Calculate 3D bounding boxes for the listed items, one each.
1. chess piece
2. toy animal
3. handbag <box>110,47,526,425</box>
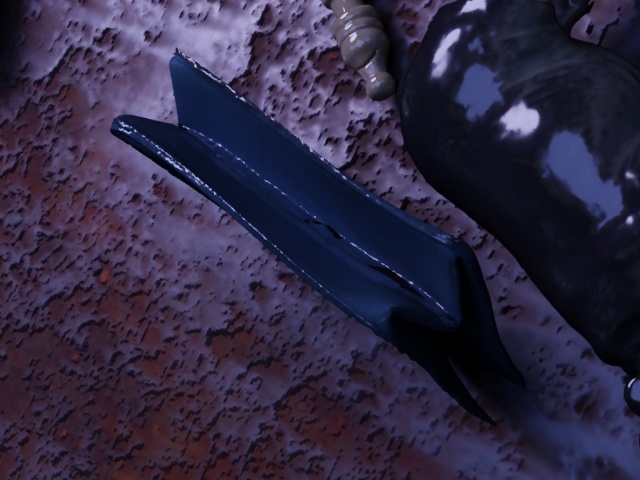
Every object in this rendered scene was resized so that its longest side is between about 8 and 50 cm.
[{"bbox_3d":[0.021,-0.119,0.839,0.035,0.035,0.092,-31,67,24],"label":"chess piece"},{"bbox_3d":[0.157,0.005,0.676,0.168,0.106,0.343,-37,64,20],"label":"toy animal"},{"bbox_3d":[0.000,0.000,0.756,0.221,0.144,0.057,36,82,35],"label":"handbag"}]
